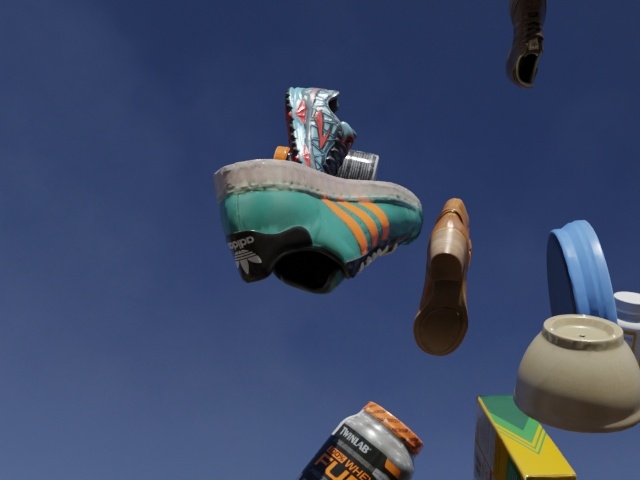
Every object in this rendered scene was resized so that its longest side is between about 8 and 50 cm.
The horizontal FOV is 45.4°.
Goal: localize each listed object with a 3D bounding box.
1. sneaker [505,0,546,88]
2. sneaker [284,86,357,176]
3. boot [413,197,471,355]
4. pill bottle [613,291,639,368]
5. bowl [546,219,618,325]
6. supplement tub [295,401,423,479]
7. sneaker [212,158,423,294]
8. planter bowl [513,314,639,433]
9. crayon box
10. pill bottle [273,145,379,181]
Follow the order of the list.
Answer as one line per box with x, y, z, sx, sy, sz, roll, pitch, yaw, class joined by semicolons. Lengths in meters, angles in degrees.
0.360;-0.350;1.302;0.066;0.071;0.189;-9;-55;-7;sneaker
0.007;-0.171;1.374;0.125;0.262;0.104;-7;-22;-3;sneaker
0.181;0.051;1.079;0.072;0.152;0.197;10;-56;8;boot
0.739;0.236;1.850;0.117;0.117;0.209;4;-76;4;pill bottle
0.561;0.153;1.658;0.077;0.391;0.391;-8;-38;8;bowl
0.066;0.512;1.620;0.193;0.316;0.193;37;-14;11;supplement tub
0.010;0.000;0.808;0.108;0.121;0.302;-16;-15;39;sneaker
0.333;0.160;0.978;0.162;0.162;0.109;2;-75;8;planter bowl
0.323;0.407;1.217;0.083;0.323;0.203;-1;-76;-2;crayon box
0.009;-0.162;1.820;0.245;0.131;0.130;11;-35;6;pill bottle
